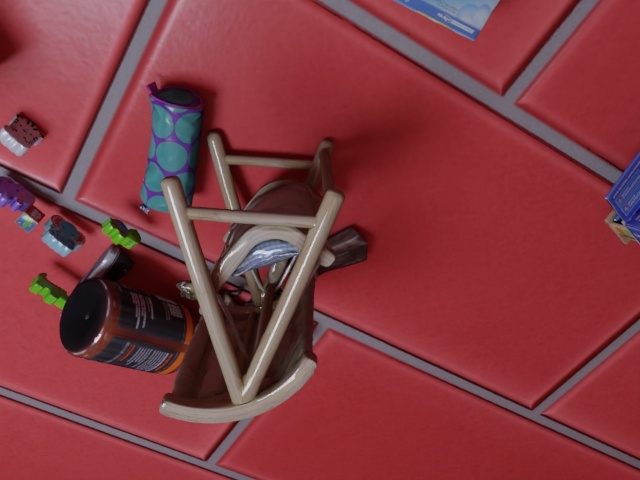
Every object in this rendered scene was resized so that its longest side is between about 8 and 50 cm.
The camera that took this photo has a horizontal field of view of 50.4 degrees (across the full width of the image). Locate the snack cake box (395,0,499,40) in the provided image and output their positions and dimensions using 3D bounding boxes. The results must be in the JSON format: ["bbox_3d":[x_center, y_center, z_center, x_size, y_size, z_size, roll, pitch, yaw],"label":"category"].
[{"bbox_3d":[0.069,-0.323,0.640,0.264,0.089,0.152,21,123,-15],"label":"snack cake box"}]

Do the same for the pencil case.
[{"bbox_3d":[-0.179,-0.106,0.807,0.070,0.064,0.152,25,124,13],"label":"pencil case"}]

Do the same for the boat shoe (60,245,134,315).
[{"bbox_3d":[-0.310,0.066,0.940,0.040,0.049,0.142,35,116,-22],"label":"boat shoe"}]

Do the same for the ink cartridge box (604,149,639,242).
[{"bbox_3d":[0.496,-0.024,0.825,0.311,0.065,0.186,39,89,-22],"label":"ink cartridge box"}]

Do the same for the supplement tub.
[{"bbox_3d":[-0.240,0.123,0.918,0.106,0.106,0.198,-35,144,22],"label":"supplement tub"}]

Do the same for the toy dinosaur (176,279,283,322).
[{"bbox_3d":[-0.091,0.128,0.976,0.118,0.064,0.268,-15,126,28],"label":"toy dinosaur"}]

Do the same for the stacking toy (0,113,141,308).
[{"bbox_3d":[-0.356,-0.030,0.860,0.167,0.052,0.221,-35,112,24],"label":"stacking toy"}]

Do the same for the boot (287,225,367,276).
[{"bbox_3d":[0.000,0.000,0.902,0.114,0.037,0.106,-21,122,10],"label":"boot"}]

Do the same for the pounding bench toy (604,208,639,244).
[{"bbox_3d":[0.416,-0.036,0.862,0.052,0.065,0.083,41,88,-24],"label":"pounding bench toy"}]

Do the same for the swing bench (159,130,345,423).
[{"bbox_3d":[-0.070,0.030,0.755,0.165,0.253,0.255,4,109,-2],"label":"swing bench"}]
